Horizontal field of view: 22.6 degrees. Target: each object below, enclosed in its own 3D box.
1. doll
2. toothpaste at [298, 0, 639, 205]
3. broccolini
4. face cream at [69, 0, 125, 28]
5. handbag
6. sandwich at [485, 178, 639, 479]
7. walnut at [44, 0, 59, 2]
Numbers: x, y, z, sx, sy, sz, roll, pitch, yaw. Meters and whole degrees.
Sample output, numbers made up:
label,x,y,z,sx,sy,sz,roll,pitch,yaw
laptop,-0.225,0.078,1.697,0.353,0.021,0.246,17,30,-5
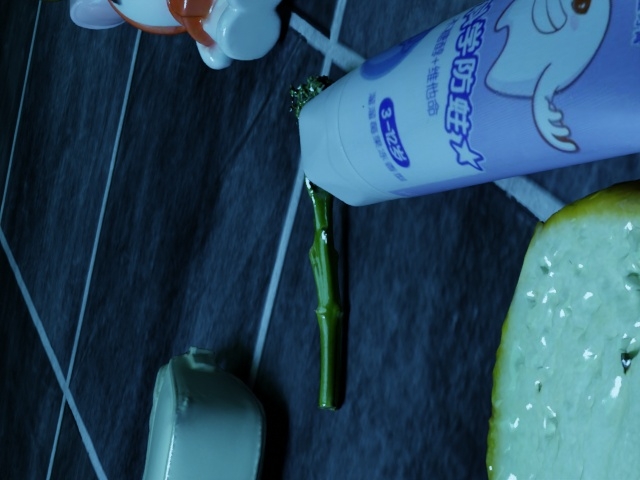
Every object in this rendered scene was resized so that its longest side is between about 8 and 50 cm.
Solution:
label,x,y,z,sx,sy,sz,roll,pitch,yaw
doll,-0.116,-0.238,1.262,0.290,0.130,0.161,45,135,45
toothpaste,0.109,-0.081,0.770,0.371,0.080,0.125,-14,63,59
broccolini,-0.001,0.000,1.034,0.044,0.042,0.218,165,109,-67
face cream,-0.207,-0.348,1.590,0.107,0.073,0.269,-24,61,56
handbag,-0.101,0.206,1.182,0.219,0.079,0.256,-134,53,-76
sandwich,0.155,0.092,0.552,0.273,0.095,0.249,169,107,-66
walnut,-0.340,-0.375,1.727,0.283,0.227,0.283,43,162,18
